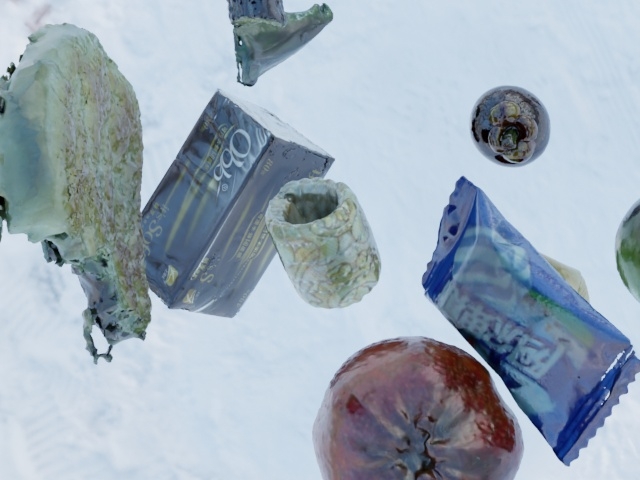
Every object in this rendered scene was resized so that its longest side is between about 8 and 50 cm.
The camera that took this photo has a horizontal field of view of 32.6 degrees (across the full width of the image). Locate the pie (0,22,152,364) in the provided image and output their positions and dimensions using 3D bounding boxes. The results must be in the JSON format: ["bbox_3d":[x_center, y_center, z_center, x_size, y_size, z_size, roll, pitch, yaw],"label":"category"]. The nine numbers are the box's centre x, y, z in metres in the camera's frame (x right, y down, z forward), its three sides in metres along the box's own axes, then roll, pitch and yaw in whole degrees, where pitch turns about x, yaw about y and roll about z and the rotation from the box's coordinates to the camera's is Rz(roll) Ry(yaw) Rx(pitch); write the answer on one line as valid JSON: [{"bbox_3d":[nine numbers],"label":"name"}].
[{"bbox_3d":[-0.233,-0.059,1.086,0.078,0.371,0.297,-3,59,6],"label":"pie"}]

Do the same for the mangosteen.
[{"bbox_3d":[0.286,-0.167,1.648,0.140,0.140,0.140,-6,72,19],"label":"mangosteen"}]

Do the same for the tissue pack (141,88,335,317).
[{"bbox_3d":[-0.169,-0.066,1.952,0.198,0.210,0.370,40,104,35],"label":"tissue pack"}]

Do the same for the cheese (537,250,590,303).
[{"bbox_3d":[0.300,0.077,1.708,0.226,0.214,0.117,29,70,-14],"label":"cheese"}]

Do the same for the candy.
[{"bbox_3d":[0.228,0.089,1.265,0.331,0.077,0.187,51,137,35],"label":"candy"}]

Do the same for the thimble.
[{"bbox_3d":[0.000,0.000,1.577,0.137,0.144,0.190,-32,29,-13],"label":"thimble"}]

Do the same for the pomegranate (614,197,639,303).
[{"bbox_3d":[0.490,0.035,1.421,0.211,0.263,0.211,-9,28,5],"label":"pomegranate"}]

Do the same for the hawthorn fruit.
[{"bbox_3d":[0.119,0.236,1.342,0.254,0.300,0.254,0,93,9],"label":"hawthorn fruit"}]

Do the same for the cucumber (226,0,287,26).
[{"bbox_3d":[-0.096,-0.392,1.262,0.072,0.072,0.300,-6,103,19],"label":"cucumber"}]

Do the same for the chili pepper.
[{"bbox_3d":[-0.067,-0.336,1.806,0.216,0.108,0.062,-37,52,-24],"label":"chili pepper"}]
